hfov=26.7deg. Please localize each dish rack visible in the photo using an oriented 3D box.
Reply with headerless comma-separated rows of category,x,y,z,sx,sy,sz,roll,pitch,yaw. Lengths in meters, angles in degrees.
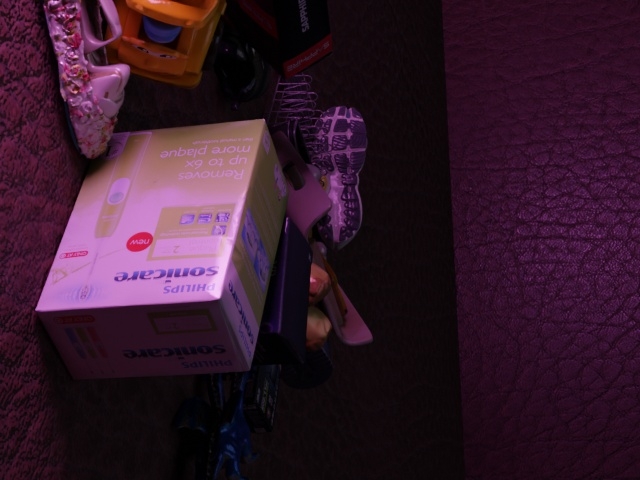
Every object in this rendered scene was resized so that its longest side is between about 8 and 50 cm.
dish rack,-0.032,-0.179,2.286,0.271,0.074,0.208,-78,159,-46

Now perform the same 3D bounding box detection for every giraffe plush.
giraffe plush,-0.094,0.085,1.838,0.170,0.181,0.210,-45,120,-61

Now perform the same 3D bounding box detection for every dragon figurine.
dragon figurine,-0.135,0.246,1.753,0.289,0.085,0.144,-64,144,-70

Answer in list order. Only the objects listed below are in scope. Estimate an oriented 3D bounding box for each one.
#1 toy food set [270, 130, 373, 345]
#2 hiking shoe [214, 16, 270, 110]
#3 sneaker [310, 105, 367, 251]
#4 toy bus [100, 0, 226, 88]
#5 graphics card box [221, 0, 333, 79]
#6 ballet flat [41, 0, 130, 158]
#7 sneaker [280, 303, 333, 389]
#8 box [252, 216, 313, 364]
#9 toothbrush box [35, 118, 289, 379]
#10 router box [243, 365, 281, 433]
toy food set,0.000,0.000,2.127,0.220,0.092,0.306,56,-11,47
hiking shoe,-0.118,-0.308,1.978,0.114,0.086,0.227,-65,148,-67
sneaker,0.026,-0.114,2.487,0.110,0.107,0.275,103,-8,-75
toy bus,-0.162,-0.292,1.514,0.211,0.149,0.220,-162,-93,-79
graphics card box,-0.097,-0.406,1.734,0.233,0.094,0.371,47,-19,28
ballet flat,-0.252,-0.205,1.478,0.091,0.077,0.241,-64,146,-64
sneaker,-0.063,0.086,2.081,0.131,0.112,0.319,-103,179,-49
box,-0.123,0.065,1.623,0.108,0.207,0.153,57,32,-60
toothbrush box,-0.164,0.007,1.490,0.122,0.206,0.283,71,21,-43
router box,-0.094,0.212,2.010,0.092,0.038,0.122,65,25,-51
